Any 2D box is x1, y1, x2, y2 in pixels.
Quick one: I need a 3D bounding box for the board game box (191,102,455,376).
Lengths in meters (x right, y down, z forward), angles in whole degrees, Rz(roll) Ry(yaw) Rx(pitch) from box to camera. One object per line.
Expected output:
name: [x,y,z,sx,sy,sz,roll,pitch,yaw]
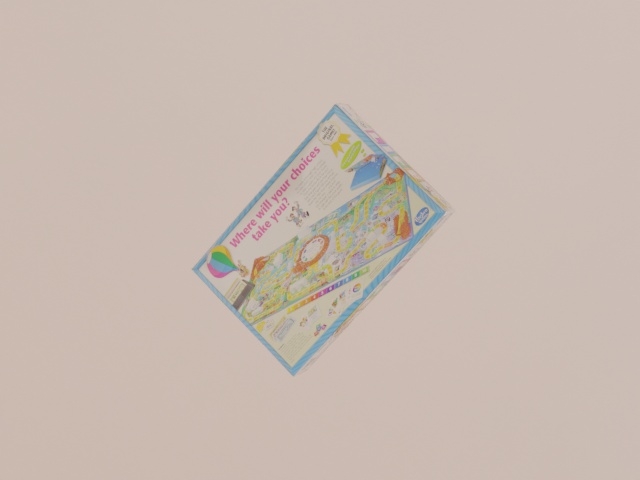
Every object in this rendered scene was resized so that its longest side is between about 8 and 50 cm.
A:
board game box: [0.000,0.000,0.843,0.103,0.026,0.154,46,-73,11]
